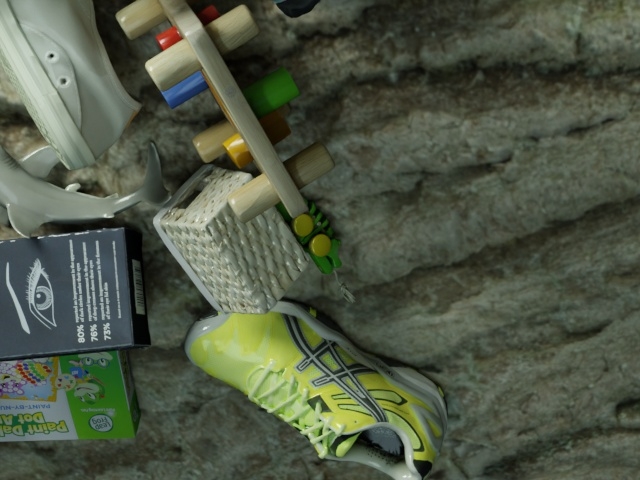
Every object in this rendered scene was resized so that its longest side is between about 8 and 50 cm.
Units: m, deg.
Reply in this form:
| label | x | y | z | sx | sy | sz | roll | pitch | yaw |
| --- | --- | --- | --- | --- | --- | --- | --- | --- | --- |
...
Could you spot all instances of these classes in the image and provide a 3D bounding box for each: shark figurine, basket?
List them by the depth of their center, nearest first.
| label | x | y | z | sx | sy | sz | roll | pitch | yaw |
| --- | --- | --- | --- | --- | --- | --- | --- | --- | --- |
| basket | -0.105 | 0.002 | 1.830 | 0.103 | 0.113 | 0.167 | 6 | 138 | 48 |
| shark figurine | -0.325 | -0.043 | 1.834 | 0.278 | 0.116 | 0.166 | 11 | 126 | -2 |

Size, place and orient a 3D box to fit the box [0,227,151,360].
| label | x | y | z | sx | sy | sz | roll | pitch | yaw |
| --- | --- | --- | --- | --- | --- | --- | --- | --- | --- |
| box | -0.329 | 0.070 | 1.870 | 0.207 | 0.108 | 0.153 | -5 | 85 | 5 |

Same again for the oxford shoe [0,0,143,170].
| label | x | y | z | sx | sy | sz | roll | pitch | yaw |
| --- | --- | --- | --- | --- | --- | --- | --- | --- | --- |
| oxford shoe | -0.332 | -0.290 | 1.652 | 0.130 | 0.169 | 0.449 | -31 | 117 | -10 |

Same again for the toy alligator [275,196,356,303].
| label | x | y | z | sx | sy | sz | roll | pitch | yaw |
| --- | --- | --- | --- | --- | --- | --- | --- | --- | --- |
| toy alligator | 0.000 | 0.000 | 1.886 | 0.051 | 0.056 | 0.189 | -49 | 117 | -15 |

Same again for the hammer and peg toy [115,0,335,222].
| label | x | y | z | sx | sy | sz | roll | pitch | yaw |
| --- | --- | --- | --- | --- | --- | --- | --- | --- | --- |
| hammer and peg toy | -0.132 | -0.213 | 1.633 | 0.127 | 0.266 | 0.361 | -31 | 119 | -2 |

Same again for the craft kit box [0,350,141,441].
| label | x | y | z | sx | sy | sz | roll | pitch | yaw |
| --- | --- | --- | --- | --- | --- | --- | --- | --- | --- |
| craft kit box | -0.388 | 0.166 | 2.019 | 0.250 | 0.061 | 0.246 | -3 | 127 | 5 |

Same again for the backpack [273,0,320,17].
| label | x | y | z | sx | sy | sz | roll | pitch | yaw |
| --- | --- | --- | --- | --- | --- | --- | --- | --- | --- |
| backpack | -0.043 | -0.343 | 1.608 | 0.152 | 0.115 | 0.182 | -35 | 114 | 27 |

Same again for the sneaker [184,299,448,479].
| label | x | y | z | sx | sy | sz | roll | pitch | yaw |
| --- | --- | --- | --- | --- | --- | --- | --- | --- | --- |
| sneaker | 0.000 | 0.200 | 1.965 | 0.385 | 0.147 | 0.145 | 23 | 125 | -11 |
